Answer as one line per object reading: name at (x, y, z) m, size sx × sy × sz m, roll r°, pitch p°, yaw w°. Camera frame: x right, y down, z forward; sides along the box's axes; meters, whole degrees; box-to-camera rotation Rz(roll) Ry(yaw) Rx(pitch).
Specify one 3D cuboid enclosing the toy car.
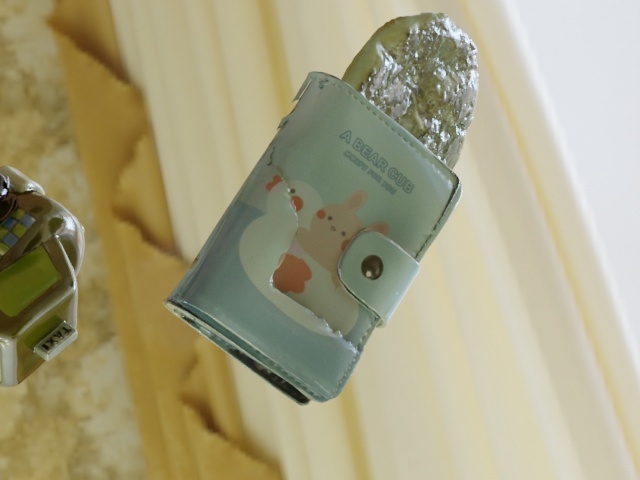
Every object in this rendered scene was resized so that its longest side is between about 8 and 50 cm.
toy car at (-0.345, 0.058, 1.670) m, size 0.198 × 0.204 × 0.248 m, roll 33°, pitch -129°, yaw 17°

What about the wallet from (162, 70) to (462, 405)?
wallet at (0.000, 0.000, 1.333) m, size 0.250 × 0.176 × 0.075 m, roll -58°, pitch -163°, yaw -18°

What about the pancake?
pancake at (0.082, -0.124, 1.623) m, size 0.037 × 0.253 × 0.253 m, roll 29°, pitch -153°, yaw 35°
